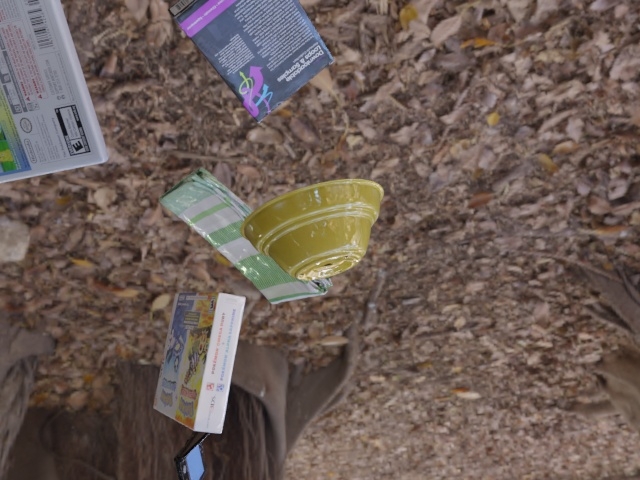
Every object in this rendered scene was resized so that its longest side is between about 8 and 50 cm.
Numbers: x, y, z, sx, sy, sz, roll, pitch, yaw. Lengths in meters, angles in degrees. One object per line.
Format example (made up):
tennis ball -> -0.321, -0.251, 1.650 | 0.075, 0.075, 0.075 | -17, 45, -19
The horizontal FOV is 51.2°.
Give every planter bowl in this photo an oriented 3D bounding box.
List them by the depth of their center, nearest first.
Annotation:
planter bowl -> 0.000, 0.000, 0.964 | 0.217, 0.090, 0.217 | -15, 162, -5

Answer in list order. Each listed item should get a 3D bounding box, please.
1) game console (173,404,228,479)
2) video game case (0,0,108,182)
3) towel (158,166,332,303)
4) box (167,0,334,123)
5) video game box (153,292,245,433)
game console -> -0.178, 0.332, 1.053 | 0.071, 0.107, 0.122 | -11, -177, 6
video game case -> -0.552, -0.264, 1.133 | 0.300, 0.036, 0.328 | -10, 110, 4
towel -> -0.152, 0.004, 1.277 | 0.325, 0.038, 0.248 | 42, 154, -16
box -> -0.068, -0.218, 0.717 | 0.116, 0.029, 0.162 | -38, 136, 2
video game box -> -0.182, 0.169, 0.977 | 0.048, 0.187, 0.205 | 12, 170, -28
